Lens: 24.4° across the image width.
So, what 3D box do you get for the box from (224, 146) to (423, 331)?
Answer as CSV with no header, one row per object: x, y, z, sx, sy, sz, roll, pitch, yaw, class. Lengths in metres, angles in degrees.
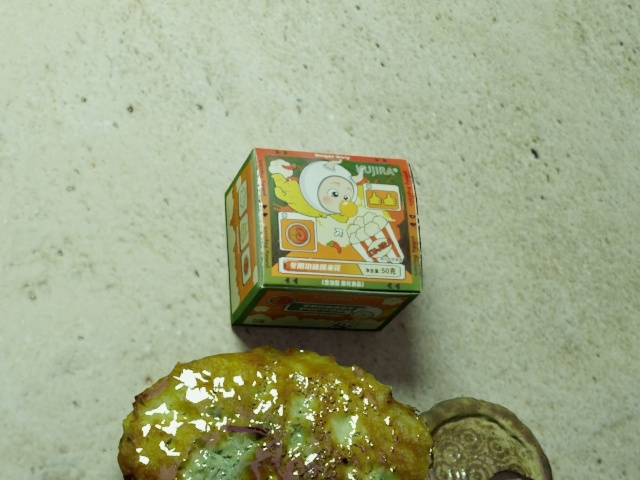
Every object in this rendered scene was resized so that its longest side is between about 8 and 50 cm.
0.000,0.000,1.738,0.195,0.148,0.177,4,66,-18,box

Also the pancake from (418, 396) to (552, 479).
0.182,0.273,1.760,0.184,0.020,0.190,39,61,-2,pancake

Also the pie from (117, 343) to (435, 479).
-0.050,0.257,1.637,0.355,0.103,0.288,10,65,-11,pie
